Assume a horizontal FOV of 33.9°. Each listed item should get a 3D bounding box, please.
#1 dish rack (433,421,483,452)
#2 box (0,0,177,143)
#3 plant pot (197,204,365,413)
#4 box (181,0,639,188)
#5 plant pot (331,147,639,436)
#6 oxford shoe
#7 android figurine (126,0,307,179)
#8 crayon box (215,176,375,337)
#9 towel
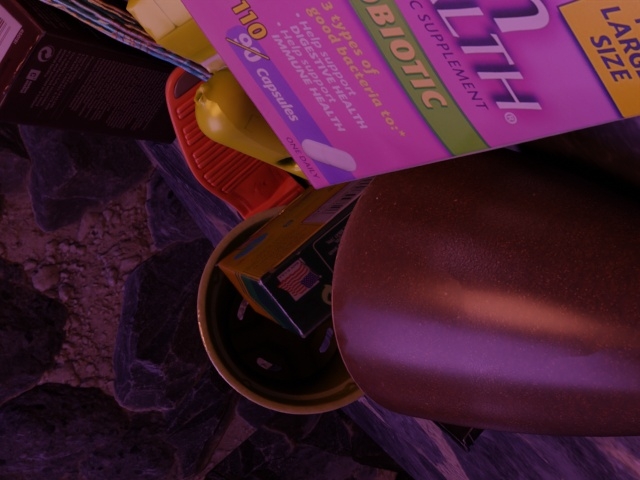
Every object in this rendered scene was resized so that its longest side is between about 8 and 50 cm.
[{"bbox_3d":[0.140,0.166,1.542,0.208,0.074,0.271,37,163,50],"label":"dish rack"},{"bbox_3d":[-0.333,-0.251,1.423,0.191,0.143,0.381,44,-160,21],"label":"box"},{"bbox_3d":[-0.037,0.106,1.484,0.276,0.276,0.254,50,169,2],"label":"plant pot"},{"bbox_3d":[0.042,-0.152,0.452,0.243,0.117,0.213,-9,123,52],"label":"box"},{"bbox_3d":[0.162,0.045,0.708,0.230,0.215,0.215,14,145,51],"label":"plant pot"},{"bbox_3d":[-0.128,-0.126,1.505,0.133,0.130,0.363,48,172,46],"label":"oxford shoe"},{"bbox_3d":[-0.020,-0.161,0.615,0.273,0.248,0.056,20,153,-37],"label":"android figurine"},{"bbox_3d":[0.000,0.000,1.184,0.081,0.202,0.318,52,171,-11],"label":"crayon box"},{"bbox_3d":[-0.205,-0.228,1.171,0.370,0.040,0.271,28,-175,4],"label":"towel"}]
